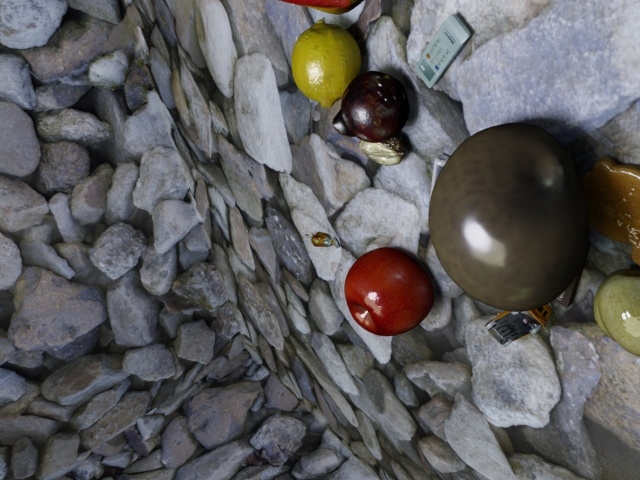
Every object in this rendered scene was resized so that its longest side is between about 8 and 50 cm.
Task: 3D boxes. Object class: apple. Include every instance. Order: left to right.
[{"bbox_3d":[0.195,0.155,1.486,0.260,0.217,0.260,40,149,30],"label":"apple"}]

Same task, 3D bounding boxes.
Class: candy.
[{"bbox_3d":[0.000,0.000,1.857,0.182,0.046,0.053,12,129,54],"label":"candy"}]

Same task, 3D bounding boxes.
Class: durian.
[{"bbox_3d":[0.167,-0.239,1.284,0.110,0.071,0.140,34,169,-39],"label":"durian"}]

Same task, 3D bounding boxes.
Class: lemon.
[{"bbox_3d":[0.014,-0.426,1.252,0.173,0.174,0.206,7,96,58],"label":"lemon"}]

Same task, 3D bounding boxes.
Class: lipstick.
[{"bbox_3d":[0.284,-0.137,1.224,0.040,0.040,0.141,39,146,36],"label":"lipstick"}]

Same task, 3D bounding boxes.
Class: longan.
[{"bbox_3d":[0.341,-0.043,0.949,0.288,0.289,0.349,-14,79,63],"label":"longan"}]

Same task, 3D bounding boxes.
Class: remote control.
[{"bbox_3d":[0.248,-0.383,1.051,0.061,0.029,0.162,58,159,9],"label":"remote control"}]

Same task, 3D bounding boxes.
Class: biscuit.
[{"bbox_3d":[0.550,-0.040,0.859,0.249,0.035,0.184,38,146,38],"label":"biscuit"}]

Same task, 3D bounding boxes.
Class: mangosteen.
[{"bbox_3d":[0.117,-0.301,1.202,0.184,0.172,0.172,-32,88,43],"label":"mangosteen"}]

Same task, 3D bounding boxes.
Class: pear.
[{"bbox_3d":[0.554,0.121,0.877,0.167,0.167,0.136,6,101,59],"label":"pear"}]

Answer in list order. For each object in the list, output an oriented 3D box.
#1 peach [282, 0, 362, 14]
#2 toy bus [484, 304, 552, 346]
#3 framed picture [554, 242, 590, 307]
[{"bbox_3d":[-0.005,-0.607,0.976,0.380,0.306,0.242,50,159,30],"label":"peach"},{"bbox_3d":[0.461,0.188,1.207,0.069,0.074,0.162,47,150,9],"label":"toy bus"},{"bbox_3d":[0.483,0.046,1.080,0.128,0.023,0.168,36,145,40],"label":"framed picture"}]
